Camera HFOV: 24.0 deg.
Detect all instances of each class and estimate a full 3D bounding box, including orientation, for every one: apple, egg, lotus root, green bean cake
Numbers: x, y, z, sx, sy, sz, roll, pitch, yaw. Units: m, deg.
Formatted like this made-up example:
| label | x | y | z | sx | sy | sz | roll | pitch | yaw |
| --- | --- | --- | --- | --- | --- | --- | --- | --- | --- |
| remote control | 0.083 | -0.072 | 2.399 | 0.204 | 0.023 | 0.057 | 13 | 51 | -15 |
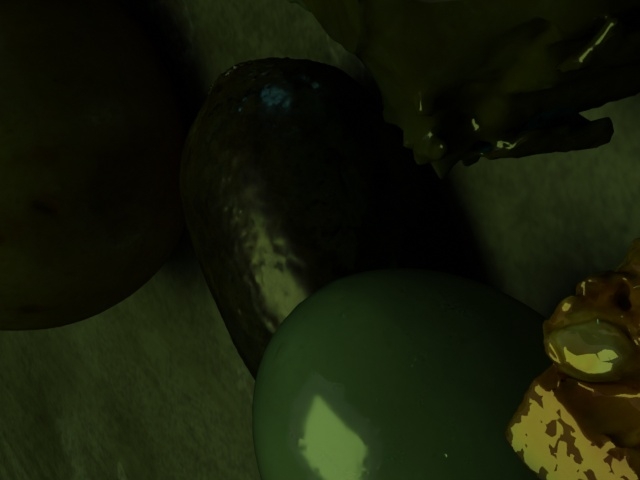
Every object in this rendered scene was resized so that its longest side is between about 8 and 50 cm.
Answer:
| label | x | y | z | sx | sy | sz | roll | pitch | yaw |
| --- | --- | --- | --- | --- | --- | --- | --- | --- | --- |
| apple | -0.287 | -0.072 | 1.350 | 0.338 | 0.305 | 0.339 | 37 | 135 | 49 |
| egg | 0.082 | 0.138 | 0.861 | 0.282 | 0.203 | 0.203 | 45 | 156 | -16 |
| lotus root | 0.000 | 0.000 | 1.024 | 0.152 | 0.160 | 0.275 | 114 | 134 | -63 |
| green bean cake | 0.057 | -0.175 | 0.799 | 0.310 | 0.202 | 0.285 | 66 | 152 | 18 |

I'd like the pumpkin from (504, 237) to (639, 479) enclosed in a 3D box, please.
| label | x | y | z | sx | sy | sz | roll | pitch | yaw |
| --- | --- | --- | --- | --- | --- | --- | --- | --- | --- |
| pumpkin | 0.189 | -0.016 | 0.557 | 0.139 | 0.280 | 0.190 | 41 | 170 | 34 |
